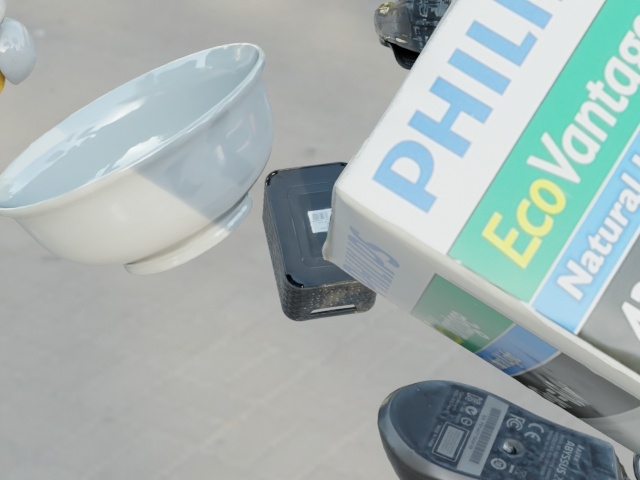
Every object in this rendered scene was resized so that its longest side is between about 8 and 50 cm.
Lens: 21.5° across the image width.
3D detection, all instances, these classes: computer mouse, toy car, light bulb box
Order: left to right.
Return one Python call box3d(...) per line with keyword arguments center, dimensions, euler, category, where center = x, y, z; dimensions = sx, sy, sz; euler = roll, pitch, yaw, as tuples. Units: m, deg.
box3d(center=(-0.397, -0.228, 1.772), dimensions=(0.159, 0.182, 0.136), euler=(-19, 51, 7), category="toy car")
box3d(center=(0.166, 0.204, 1.344), dimensions=(0.272, 0.072, 0.188), euler=(24, 39, 13), category="computer mouse")
box3d(center=(0.242, -0.057, 0.805), dimensions=(0.361, 0.358, 0.225), euler=(31, -8, 4), category="light bulb box")

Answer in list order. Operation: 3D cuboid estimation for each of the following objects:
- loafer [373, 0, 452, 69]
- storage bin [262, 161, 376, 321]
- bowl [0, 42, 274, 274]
box3d(center=(0.100, -0.229, 1.887), dimensions=(0.076, 0.078, 0.223), euler=(5, 0, -7), category="loafer")
box3d(center=(0.000, 0.000, 2.124), dimensions=(0.122, 0.084, 0.180), euler=(-8, 59, -9), category="storage bin")
box3d(center=(-0.157, -0.060, 1.616), dimensions=(0.298, 0.134, 0.298), euler=(-26, 20, 10), category="bowl")
